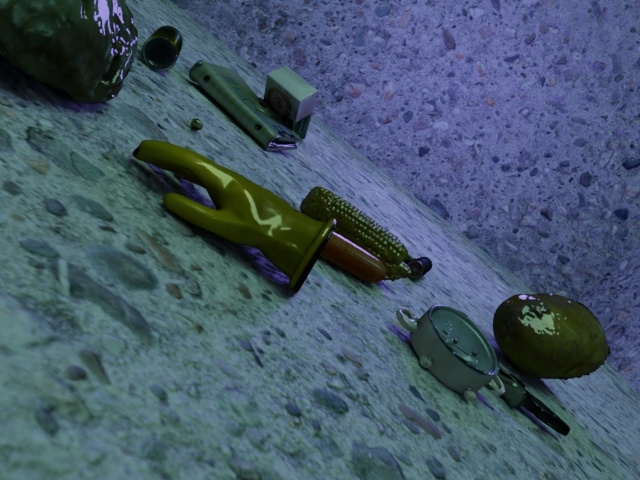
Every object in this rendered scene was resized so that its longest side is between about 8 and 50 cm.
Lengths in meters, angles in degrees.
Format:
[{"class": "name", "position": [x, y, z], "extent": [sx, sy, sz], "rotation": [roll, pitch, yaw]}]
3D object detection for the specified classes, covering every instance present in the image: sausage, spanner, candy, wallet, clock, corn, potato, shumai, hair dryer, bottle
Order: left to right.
[{"class": "shumai", "position": [-0.340, -0.379, 0.741], "extent": [0.292, 0.288, 0.330], "rotation": [43, 6, -14]}, {"class": "bottle", "position": [-0.400, -0.497, 1.408], "extent": [0.082, 0.082, 0.286], "rotation": [33, 15, -23]}, {"class": "candy", "position": [-0.256, -0.243, 1.133], "extent": [0.083, 0.025, 0.023], "rotation": [-128, -155, -65]}, {"class": "wallet", "position": [-0.198, -0.363, 1.516], "extent": [0.309, 0.077, 0.223], "rotation": [45, 17, 11]}, {"class": "sausage", "position": [0.000, 0.000, 0.966], "extent": [0.348, 0.053, 0.053], "rotation": [30, 18, -33]}, {"class": "corn", "position": [0.074, -0.012, 1.109], "extent": [0.262, 0.097, 0.097], "rotation": [38, 14, 5]}, {"class": "hair dryer", "position": [0.198, 0.022, 1.416], "extent": [0.195, 0.050, 0.173], "rotation": [40, 11, 15]}, {"class": "clock", "position": [0.228, 0.180, 0.926], "extent": [0.229, 0.063, 0.155], "rotation": [36, 24, -1]}, {"class": "spanner", "position": [0.344, 0.265, 1.048], "extent": [0.325, 0.040, 0.095], "rotation": [38, 15, 0]}, {"class": "potato", "position": [0.526, 0.225, 1.318], "extent": [0.266, 0.229, 0.229], "rotation": [19, 25, -43]}]

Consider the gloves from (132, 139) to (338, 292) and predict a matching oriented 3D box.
[{"class": "gloves", "position": [-0.129, -0.052, 0.768], "extent": [0.294, 0.116, 0.133], "rotation": [31, -13, 1]}]

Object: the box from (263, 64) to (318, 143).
[{"class": "box", "position": [-0.097, -0.392, 1.618], "extent": [0.135, 0.199, 0.081], "rotation": [42, 55, 15]}]
